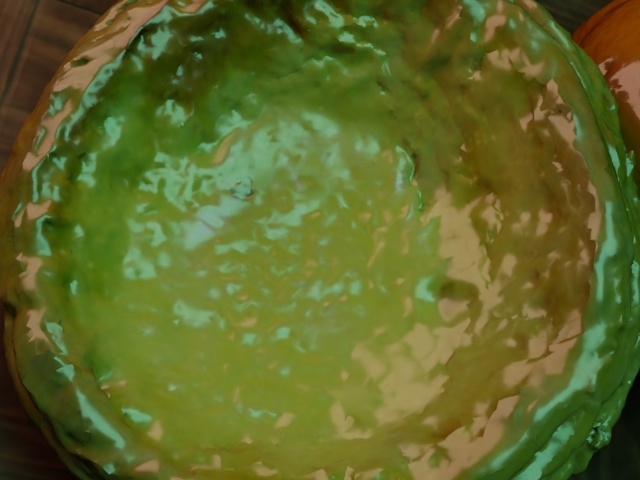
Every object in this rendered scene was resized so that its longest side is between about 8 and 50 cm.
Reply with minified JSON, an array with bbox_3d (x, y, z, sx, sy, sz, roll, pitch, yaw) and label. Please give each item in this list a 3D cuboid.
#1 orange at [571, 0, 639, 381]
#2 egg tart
[{"bbox_3d":[0.184,-0.034,0.509,0.170,0.224,0.224,15,53,9],"label":"orange"},{"bbox_3d":[0.000,0.000,0.429,0.294,0.123,0.294,-1,66,2],"label":"egg tart"}]
